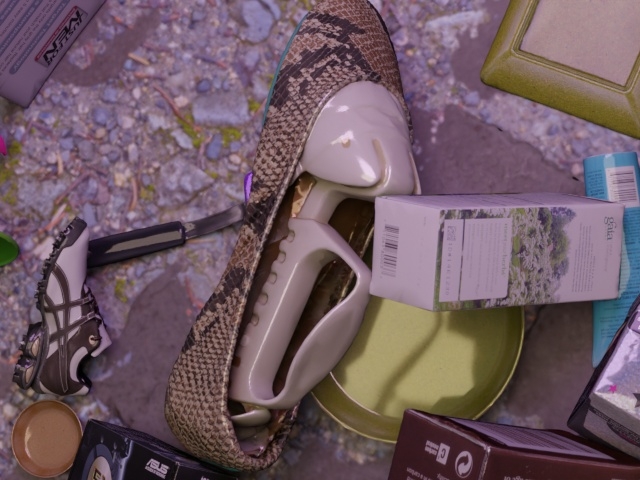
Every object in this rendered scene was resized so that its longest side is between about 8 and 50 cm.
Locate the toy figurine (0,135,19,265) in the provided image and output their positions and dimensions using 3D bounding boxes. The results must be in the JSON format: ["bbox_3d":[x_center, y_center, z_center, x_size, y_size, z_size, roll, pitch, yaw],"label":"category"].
[{"bbox_3d":[-0.404,-0.059,1.666,0.173,0.130,0.159,-17,62,37],"label":"toy figurine"}]

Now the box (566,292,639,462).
[{"bbox_3d":[0.366,0.157,1.344,0.247,0.163,0.142,29,75,9],"label":"box"}]

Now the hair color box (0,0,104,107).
[{"bbox_3d":[-0.361,-0.276,1.531,0.113,0.374,0.185,38,93,17],"label":"hair color box"}]

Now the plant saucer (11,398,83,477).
[{"bbox_3d":[-0.291,0.212,1.624,0.083,0.015,0.083,-2,81,14],"label":"plant saucer"}]

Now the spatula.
[{"bbox_3d":[-0.126,-0.016,1.606,0.296,0.030,0.084,-16,78,12],"label":"spatula"}]

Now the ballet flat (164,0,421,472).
[{"bbox_3d":[0.000,0.000,1.453,0.182,0.164,0.483,20,89,53],"label":"ballet flat"}]

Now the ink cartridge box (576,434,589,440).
[{"bbox_3d":[0.267,0.276,1.455,0.145,0.045,0.179,-15,90,12],"label":"ink cartridge box"}]

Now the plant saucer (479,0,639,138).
[{"bbox_3d":[0.275,-0.220,1.520,0.188,0.045,0.188,22,88,17],"label":"plant saucer"}]

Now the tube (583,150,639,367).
[{"bbox_3d":[0.295,0.018,1.479,0.080,0.052,0.207,-7,85,21],"label":"tube"}]

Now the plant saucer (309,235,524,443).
[{"bbox_3d":[0.088,0.085,1.528,0.241,0.037,0.241,-3,80,16],"label":"plant saucer"}]

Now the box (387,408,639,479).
[{"bbox_3d":[0.140,0.355,1.352,0.143,0.191,0.381,16,93,59],"label":"box"}]

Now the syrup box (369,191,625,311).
[{"bbox_3d":[0.167,0.007,1.405,0.096,0.237,0.093,14,103,52],"label":"syrup box"}]

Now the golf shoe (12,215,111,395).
[{"bbox_3d":[-0.259,0.073,1.603,0.094,0.077,0.198,17,107,-3],"label":"golf shoe"}]

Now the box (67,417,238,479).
[{"bbox_3d":[-0.182,0.274,1.508,0.180,0.077,0.147,15,85,52],"label":"box"}]
